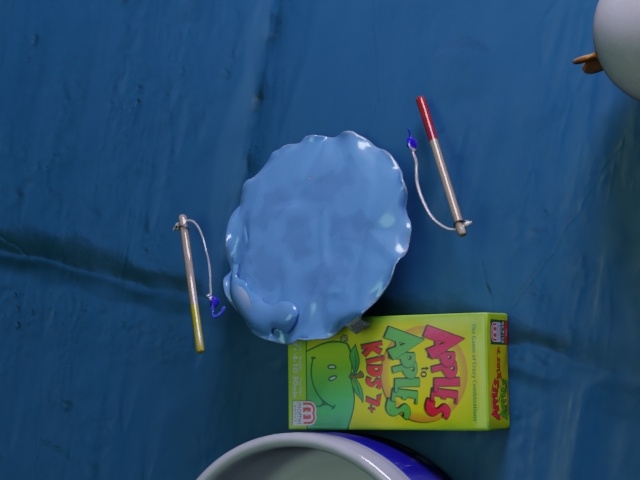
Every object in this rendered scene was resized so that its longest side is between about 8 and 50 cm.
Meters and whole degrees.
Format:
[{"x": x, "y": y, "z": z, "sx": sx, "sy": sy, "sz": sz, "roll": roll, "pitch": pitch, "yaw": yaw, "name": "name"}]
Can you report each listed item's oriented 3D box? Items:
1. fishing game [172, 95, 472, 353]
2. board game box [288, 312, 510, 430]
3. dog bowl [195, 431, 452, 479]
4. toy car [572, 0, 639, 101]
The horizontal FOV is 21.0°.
[{"x": 0.000, "y": 0.000, "z": 1.426, "sx": 0.264, "sy": 0.041, "sz": 0.189, "roll": -28, "pitch": 56, "yaw": 20, "name": "fishing game"}, {"x": 0.061, "y": 0.107, "z": 1.395, "sx": 0.181, "sy": 0.043, "sz": 0.092, "roll": -3, "pitch": 84, "yaw": 30, "name": "board game box"}, {"x": 0.004, "y": 0.285, "z": 1.380, "sx": 0.264, "sy": 0.104, "sz": 0.265, "roll": -3, "pitch": 85, "yaw": 30, "name": "dog bowl"}, {"x": 0.288, "y": -0.162, "z": 1.232, "sx": 0.238, "sy": 0.210, "sz": 0.219, "roll": -14, "pitch": 93, "yaw": 57, "name": "toy car"}]
